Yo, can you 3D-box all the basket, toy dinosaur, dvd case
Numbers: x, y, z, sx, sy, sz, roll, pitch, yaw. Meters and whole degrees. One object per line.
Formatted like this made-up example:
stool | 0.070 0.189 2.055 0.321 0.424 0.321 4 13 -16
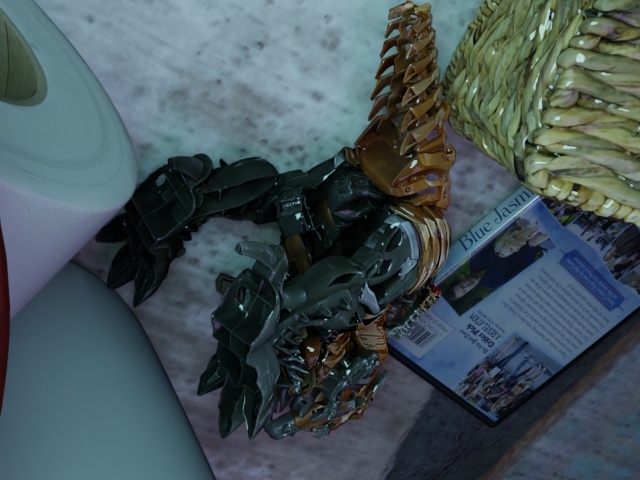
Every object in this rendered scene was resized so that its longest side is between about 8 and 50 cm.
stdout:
basket | 0.248 -0.099 0.857 0.299 0.223 0.213 19 100 -12
toy dinosaur | 0.000 0.000 0.912 0.218 0.164 0.321 -15 118 -35
dvd case | 0.172 0.021 1.076 0.253 0.022 0.180 -41 136 11

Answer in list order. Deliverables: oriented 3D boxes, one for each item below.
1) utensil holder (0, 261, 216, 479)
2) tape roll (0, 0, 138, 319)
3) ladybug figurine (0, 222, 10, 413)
utensil holder | -0.181 0.235 0.825 0.328 0.385 0.327 -14 133 -15
tape roll | -0.223 -0.048 0.648 0.169 0.246 0.246 -44 134 15
ladybug figurine | -0.240 -0.034 0.433 0.305 0.449 0.162 -45 161 12
